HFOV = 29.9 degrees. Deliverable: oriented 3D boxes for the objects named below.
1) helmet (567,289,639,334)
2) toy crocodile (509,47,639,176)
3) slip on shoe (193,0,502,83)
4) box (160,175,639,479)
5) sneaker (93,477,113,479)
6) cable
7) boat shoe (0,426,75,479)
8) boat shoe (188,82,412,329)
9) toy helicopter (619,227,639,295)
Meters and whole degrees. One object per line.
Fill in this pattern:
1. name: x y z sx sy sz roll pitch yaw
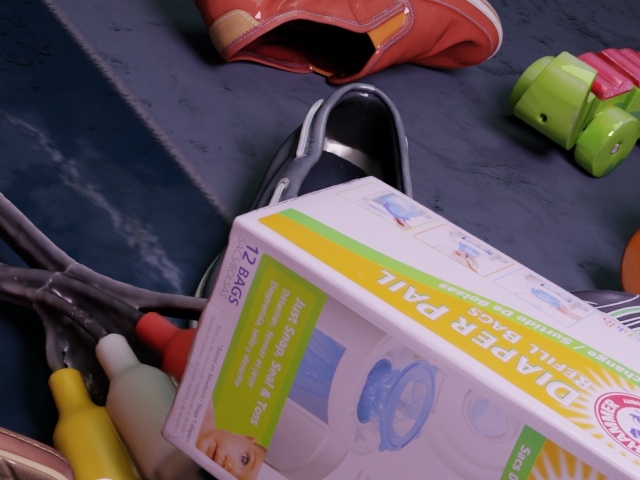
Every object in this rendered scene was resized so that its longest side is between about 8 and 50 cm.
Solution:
1. helmet: 0.137 0.105 0.619 0.169 0.161 0.169 18 32 -12
2. toy crocodile: 0.293 -0.140 1.157 0.340 0.105 0.115 -11 46 -45
3. slip on shoe: 0.032 -0.183 1.055 0.331 0.123 0.101 3 69 -40
4. box: 0.055 0.075 0.476 0.203 0.114 0.103 33 28 23
5. sneaker: -0.017 0.173 0.477 0.228 0.092 0.087 23 29 -6
6. cable: -0.120 0.031 0.611 0.139 0.072 0.287 -37 66 -19
7. boat shoe: -0.191 0.084 0.515 0.178 0.064 0.060 14 34 -12
8. boat shoe: 0.000 0.000 0.742 0.116 0.099 0.319 24 32 -6
9. toy helicopter: 0.393 0.020 0.807 0.140 0.235 0.355 9 24 -41
